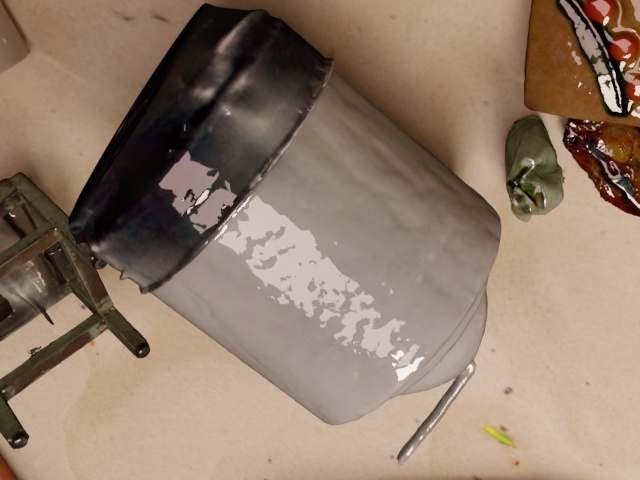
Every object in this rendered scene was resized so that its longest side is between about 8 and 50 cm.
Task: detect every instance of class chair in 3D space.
[{"bbox_3d":[-0.283,0.023,0.895,0.270,0.147,0.136,36,154,37],"label":"chair"}]

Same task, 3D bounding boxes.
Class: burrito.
[{"bbox_3d":[0.158,-0.047,0.802,0.044,0.118,0.074,0,108,5],"label":"burrito"}]

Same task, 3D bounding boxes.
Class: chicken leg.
[{"bbox_3d":[0.246,-0.050,0.835,0.145,0.037,0.062,43,100,-11],"label":"chicken leg"}]

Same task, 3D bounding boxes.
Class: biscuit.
[{"bbox_3d":[0.266,-0.180,0.742,0.278,0.043,0.301,42,115,-12],"label":"biscuit"}]

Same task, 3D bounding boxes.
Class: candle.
[{"bbox_3d":[0.000,0.000,0.797,0.342,0.221,0.221,37,116,-13],"label":"candle"}]

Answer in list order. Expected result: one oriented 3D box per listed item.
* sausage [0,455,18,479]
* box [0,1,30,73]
[{"bbox_3d":[-0.258,0.336,1.079,0.087,0.079,0.327,-41,105,-3],"label":"sausage"},{"bbox_3d":[-0.391,-0.176,0.838,0.251,0.106,0.203,-20,109,17],"label":"box"}]
